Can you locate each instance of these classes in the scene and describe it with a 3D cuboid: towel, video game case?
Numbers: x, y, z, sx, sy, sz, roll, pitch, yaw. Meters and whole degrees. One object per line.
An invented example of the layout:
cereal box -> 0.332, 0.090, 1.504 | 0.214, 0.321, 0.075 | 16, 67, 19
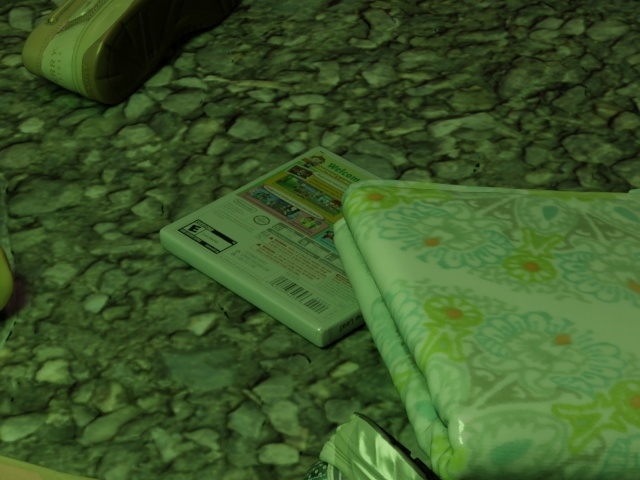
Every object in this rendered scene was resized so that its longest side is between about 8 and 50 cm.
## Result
towel -> 0.196, 0.069, 1.352 | 0.320, 0.090, 0.374 | 1, 28, -15
video game case -> 0.000, 0.000, 1.572 | 0.193, 0.023, 0.212 | -30, 42, -32

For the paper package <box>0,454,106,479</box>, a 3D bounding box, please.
paper package -> -0.290, 0.261, 0.966 | 0.309, 0.168, 0.325 | 14, 58, 10

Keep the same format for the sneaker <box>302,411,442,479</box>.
sneaker -> 0.082, 0.246, 1.169 | 0.122, 0.110, 0.283 | -47, 60, 2

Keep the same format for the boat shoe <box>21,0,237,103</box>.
boat shoe -> -0.179, -0.267, 1.882 | 0.110, 0.122, 0.341 | 16, 41, 25

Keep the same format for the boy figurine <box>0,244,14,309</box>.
boy figurine -> -0.395, 0.046, 1.471 | 0.285, 0.092, 0.177 | -9, 18, -3
